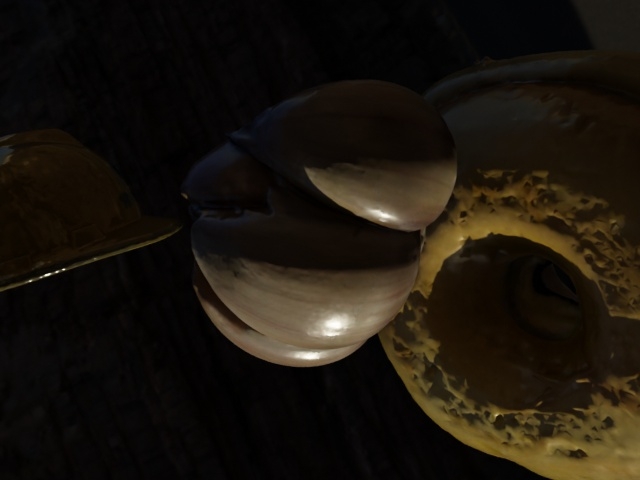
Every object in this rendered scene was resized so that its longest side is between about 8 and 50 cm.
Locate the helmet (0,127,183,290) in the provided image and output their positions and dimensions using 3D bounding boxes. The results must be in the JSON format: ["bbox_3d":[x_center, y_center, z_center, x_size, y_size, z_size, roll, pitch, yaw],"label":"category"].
[{"bbox_3d":[-0.281,-0.036,0.786,0.205,0.257,0.140,-118,9,-80],"label":"helmet"}]

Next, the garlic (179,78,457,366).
[{"bbox_3d":[0.000,0.000,0.565,0.214,0.191,0.160,133,136,-65],"label":"garlic"}]

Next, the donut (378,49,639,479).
[{"bbox_3d":[0.223,0.030,0.737,0.449,0.198,0.448,23,124,40],"label":"donut"}]
